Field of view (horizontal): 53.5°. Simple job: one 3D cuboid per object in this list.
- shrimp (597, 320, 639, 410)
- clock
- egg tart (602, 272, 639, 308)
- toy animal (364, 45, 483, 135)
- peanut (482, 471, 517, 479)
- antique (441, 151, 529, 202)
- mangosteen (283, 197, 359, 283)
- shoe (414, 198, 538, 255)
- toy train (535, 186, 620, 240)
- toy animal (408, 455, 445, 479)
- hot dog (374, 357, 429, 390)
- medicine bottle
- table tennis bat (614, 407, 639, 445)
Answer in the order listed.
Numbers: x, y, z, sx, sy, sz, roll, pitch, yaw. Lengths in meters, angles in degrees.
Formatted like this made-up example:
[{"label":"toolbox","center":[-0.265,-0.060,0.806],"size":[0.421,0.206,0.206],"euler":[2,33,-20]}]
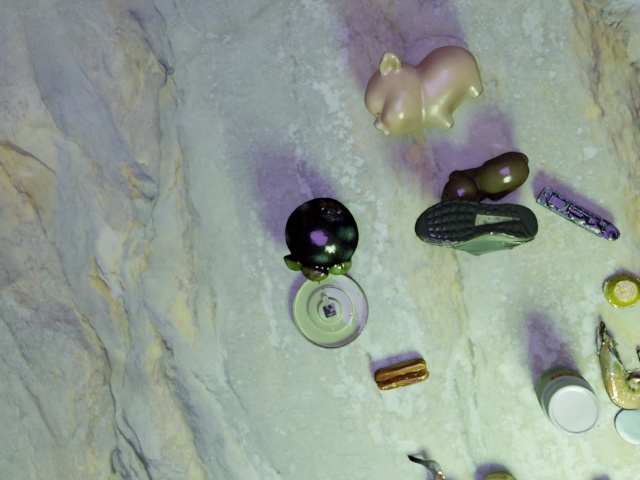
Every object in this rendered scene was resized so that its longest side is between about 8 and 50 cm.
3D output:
[{"label":"shrimp","center":[0.822,0.334,1.717],"size":[0.143,0.052,0.251],"euler":[-19,91,1]},{"label":"clock","center":[0.029,0.211,1.915],"size":[0.235,0.029,0.235],"euler":[0,90,14]},{"label":"egg tart","center":[0.822,0.136,1.718],"size":[0.105,0.039,0.105],"euler":[-1,88,14]},{"label":"toy animal","center":[0.281,-0.420,1.770],"size":[0.269,0.237,0.326],"euler":[45,95,1]},{"label":"peanut","center":[0.557,0.776,1.739],"size":[0.305,0.147,0.147],"euler":[44,99,15]},{"label":"antique","center":[0.453,-0.161,1.758],"size":[0.256,0.143,0.121],"euler":[-20,87,15]},{"label":"mangosteen","center":[0.000,0.000,1.836],"size":[0.242,0.243,0.243],"euler":[0,90,14]},{"label":"shoe","center":[0.410,-0.022,1.749],"size":[0.336,0.171,0.132],"euler":[-1,68,-8]},{"label":"toy train","center":[0.706,-0.068,1.740],"size":[0.234,0.051,0.052],"euler":[31,97,8]},{"label":"toy animal","center":[0.377,0.745,1.772],"size":[0.195,0.090,0.324],"euler":[-32,81,43]},{"label":"hot dog","center":[0.234,0.393,1.857],"size":[0.165,0.045,0.071],"euler":[-18,87,13]},{"label":"medicine bottle","center":[0.641,0.416,1.652],"size":[0.144,0.252,0.145],"euler":[0,90,15]},{"label":"table tennis bat","center":[0.875,0.510,1.715],"size":[0.155,0.019,0.100],"euler":[21,94,14]}]
